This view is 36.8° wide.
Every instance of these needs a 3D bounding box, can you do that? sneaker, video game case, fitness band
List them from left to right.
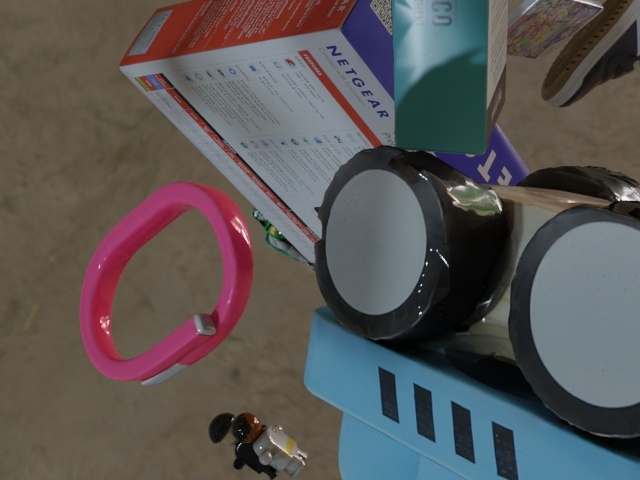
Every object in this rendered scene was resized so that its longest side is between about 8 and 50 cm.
[{"bbox_3d":[-0.195,0.054,1.166,0.054,0.291,0.209,10,54,-48],"label":"fitness band"},{"bbox_3d":[0.217,-0.211,0.948,0.122,0.087,0.011,-6,63,-48],"label":"video game case"},{"bbox_3d":[0.396,-0.231,1.115,0.153,0.099,0.282,41,92,-10],"label":"sneaker"}]

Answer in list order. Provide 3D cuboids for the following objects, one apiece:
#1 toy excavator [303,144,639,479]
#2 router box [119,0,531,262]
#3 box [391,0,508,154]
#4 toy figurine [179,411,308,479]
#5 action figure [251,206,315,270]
[{"bbox_3d":[0.081,0.166,0.616,0.222,0.433,0.445,1,102,-41],"label":"toy excavator"},{"bbox_3d":[0.019,-0.095,0.926,0.335,0.301,0.082,47,61,-36],"label":"router box"},{"bbox_3d":[0.081,-0.184,0.587,0.060,0.100,0.244,5,119,16],"label":"box"},{"bbox_3d":[-0.142,0.386,1.579,0.148,0.209,0.213,37,68,-5],"label":"toy figurine"},{"bbox_3d":[0.000,0.000,1.444,0.232,0.063,0.137,23,94,12],"label":"action figure"}]
